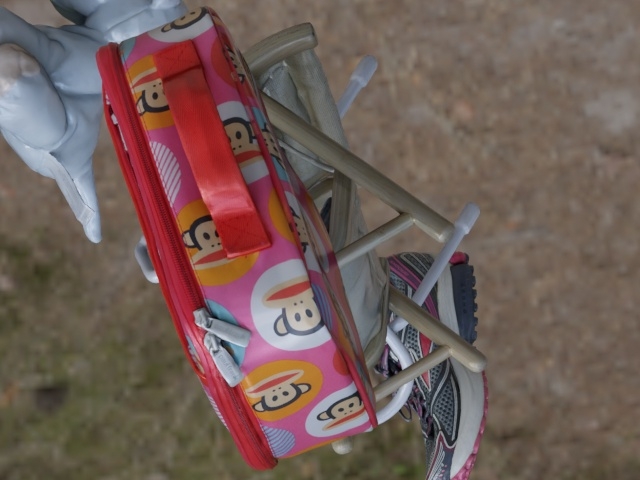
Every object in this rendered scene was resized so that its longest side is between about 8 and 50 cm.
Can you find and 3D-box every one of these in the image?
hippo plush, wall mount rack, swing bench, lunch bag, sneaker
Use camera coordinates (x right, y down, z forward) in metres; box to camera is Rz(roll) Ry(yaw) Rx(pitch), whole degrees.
[{"bbox_3d":[-0.246,-0.199,2.024,0.236,0.294,0.234,-41,173,-8],"label":"hippo plush"},{"bbox_3d":[0.000,0.004,1.947,0.304,0.130,0.350,-36,118,1],"label":"wall mount rack"},{"bbox_3d":[0.000,0.000,1.686,0.165,0.255,0.253,-30,148,-5],"label":"swing bench"},{"bbox_3d":[-0.059,-0.010,1.375,0.120,0.293,0.258,-21,148,0],"label":"lunch bag"},{"bbox_3d":[0.116,0.150,2.200,0.112,0.299,0.121,2,146,-10],"label":"sneaker"}]
